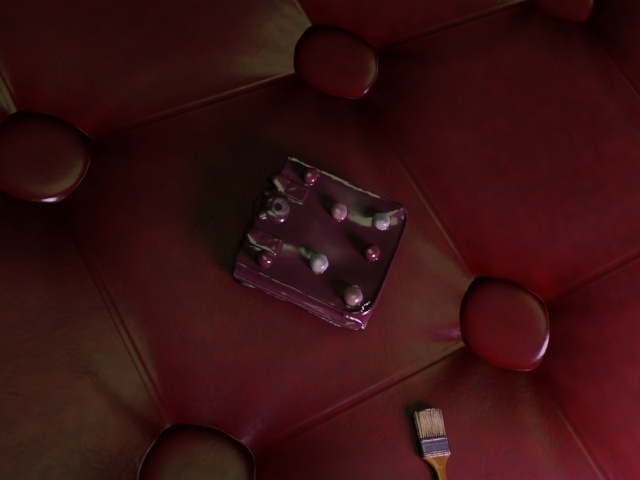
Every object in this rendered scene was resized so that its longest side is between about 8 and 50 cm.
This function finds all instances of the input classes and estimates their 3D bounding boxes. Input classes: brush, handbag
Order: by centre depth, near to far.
[{"bbox_3d":[0.157,0.303,1.117,0.043,0.014,0.170,-4,65,-16],"label":"brush"},{"bbox_3d":[0.001,-0.001,1.197,0.216,0.074,0.203,26,59,-1],"label":"handbag"}]
